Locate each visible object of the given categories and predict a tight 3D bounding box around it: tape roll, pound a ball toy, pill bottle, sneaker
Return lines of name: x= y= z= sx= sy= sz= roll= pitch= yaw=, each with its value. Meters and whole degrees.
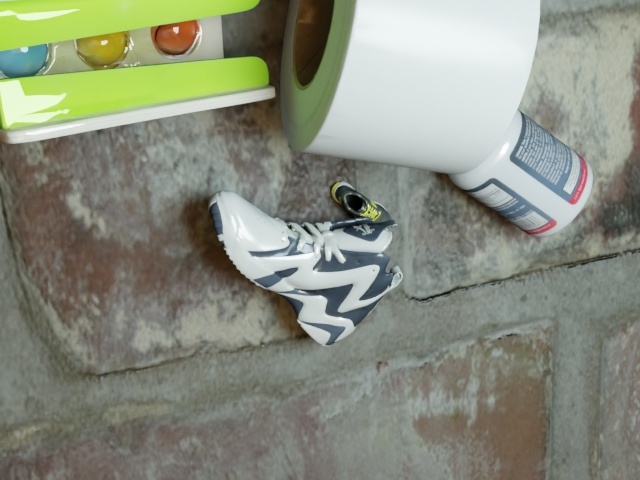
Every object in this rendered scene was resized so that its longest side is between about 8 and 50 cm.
tape roll: x=0.072 y=-0.193 z=0.858 sx=0.169 sy=0.246 sz=0.246 roll=7 pitch=107 yaw=-17
pound a ball toy: x=-0.168 y=-0.222 z=0.821 sx=0.319 sy=0.136 sz=0.208 roll=-18 pitch=115 yaw=-36
pill bottle: x=0.204 y=-0.090 z=1.008 sx=0.180 sy=0.108 sz=0.108 roll=31 pitch=98 yaw=-23
sneaker: x=0.000 y=0.000 z=0.976 sx=0.153 sy=0.094 sz=0.235 roll=-36 pitch=116 yaw=12
sneaker: x=0.048 y=-0.034 z=1.023 sx=0.083 sy=0.035 sz=0.031 roll=31 pitch=99 yaw=-23
